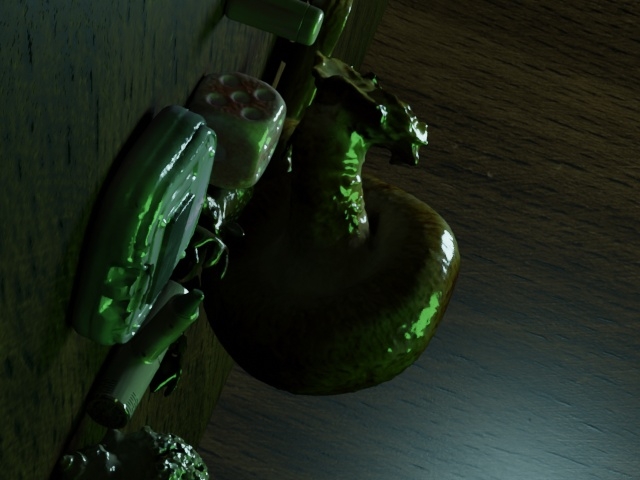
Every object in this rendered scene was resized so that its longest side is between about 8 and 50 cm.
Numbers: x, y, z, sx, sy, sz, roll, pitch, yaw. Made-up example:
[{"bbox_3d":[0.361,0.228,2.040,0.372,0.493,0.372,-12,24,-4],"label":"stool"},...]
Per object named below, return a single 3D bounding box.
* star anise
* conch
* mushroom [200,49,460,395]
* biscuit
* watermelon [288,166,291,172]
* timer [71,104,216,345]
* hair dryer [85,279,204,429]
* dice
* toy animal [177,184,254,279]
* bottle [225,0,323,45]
[{"bbox_3d":[-0.190,0.117,2.216,0.168,0.057,0.168,-167,-90,-88],"label":"star anise"},{"bbox_3d":[-0.181,0.299,1.925,0.163,0.245,0.178,-31,-142,34],"label":"conch"},{"bbox_3d":[0.015,0.015,2.182,0.334,0.331,0.356,-42,159,-20],"label":"mushroom"},{"bbox_3d":[-0.061,-0.163,2.438,0.283,0.064,0.432,-106,-142,-80],"label":"biscuit"},{"bbox_3d":[-0.066,-0.138,2.834,0.101,0.080,0.155,-5,-120,53],"label":"watermelon"},{"bbox_3d":[-0.160,-0.011,1.622,0.191,0.069,0.208,-61,174,-48],"label":"timer"},{"bbox_3d":[-0.167,0.079,1.924,0.220,0.054,0.195,-52,-170,45],"label":"hair dryer"},{"bbox_3d":[-0.094,-0.116,1.847,0.091,0.094,0.093,-60,172,-50],"label":"dice"},{"bbox_3d":[-0.119,-0.035,2.092,0.243,0.087,0.260,103,6,-64],"label":"toy animal"},{"bbox_3d":[-0.047,-0.234,1.808,0.045,0.096,0.045,20,90,-87],"label":"bottle"}]
